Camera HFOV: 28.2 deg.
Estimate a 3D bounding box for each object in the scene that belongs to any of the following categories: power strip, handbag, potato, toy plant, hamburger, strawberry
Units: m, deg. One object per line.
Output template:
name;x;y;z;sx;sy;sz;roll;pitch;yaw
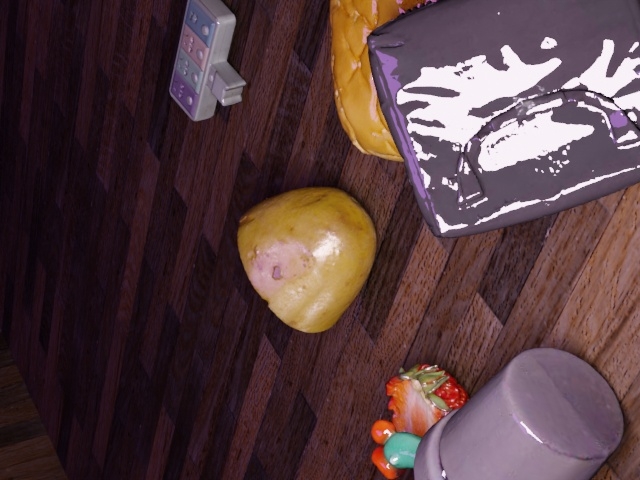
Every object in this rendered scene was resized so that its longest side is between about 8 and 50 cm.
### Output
power strip;-0.172;-0.280;2.052;0.145;0.061;0.216;51;143;28
handbag;0.201;-0.144;1.263;0.088;0.275;0.244;-3;-107;-79
potato;0.000;0.000;1.755;0.158;0.178;0.203;-45;47;39
toy plant;0.198;0.298;1.489;0.400;0.279;0.185;-59;7;44
hamburger;0.126;-0.236;1.432;0.318;0.158;0.319;16;109;55
strawberry;0.149;0.240;1.659;0.146;0.082;0.187;-127;31;-45
